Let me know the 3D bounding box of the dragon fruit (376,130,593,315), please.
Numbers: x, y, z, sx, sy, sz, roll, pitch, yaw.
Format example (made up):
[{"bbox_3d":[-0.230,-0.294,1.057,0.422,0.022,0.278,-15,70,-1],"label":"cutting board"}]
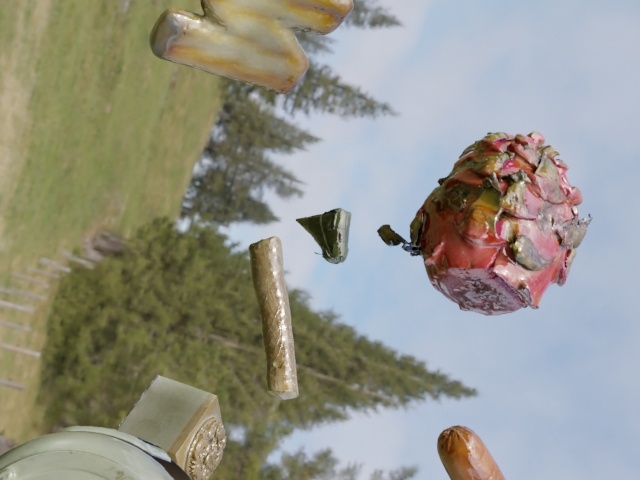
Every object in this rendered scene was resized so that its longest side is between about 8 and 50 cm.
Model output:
[{"bbox_3d":[0.280,-0.038,1.530,0.269,0.250,0.291,-11,-126,46],"label":"dragon fruit"}]

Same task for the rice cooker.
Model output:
[{"bbox_3d":[-0.285,0.401,1.206,0.325,0.335,0.335,90,14,-75],"label":"rice cooker"}]

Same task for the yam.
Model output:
[{"bbox_3d":[-0.103,0.171,2.106,0.081,0.081,0.356,140,-56,-71],"label":"yam"}]

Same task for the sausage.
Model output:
[{"bbox_3d":[0.235,0.356,1.433,0.076,0.197,0.076,-25,-157,11],"label":"sausage"}]

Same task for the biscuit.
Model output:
[{"bbox_3d":[-0.114,-0.363,1.578,0.237,0.291,0.062,-51,-138,35],"label":"biscuit"}]

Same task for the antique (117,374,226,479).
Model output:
[{"bbox_3d":[-0.247,0.345,1.642,0.146,0.148,0.152,-57,153,-43],"label":"antique"}]

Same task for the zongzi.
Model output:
[{"bbox_3d":[0.000,0.000,1.800,0.119,0.055,0.109,-11,-115,33],"label":"zongzi"}]
